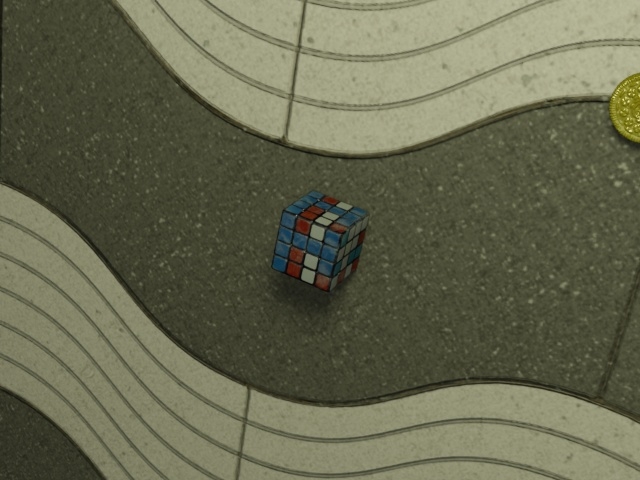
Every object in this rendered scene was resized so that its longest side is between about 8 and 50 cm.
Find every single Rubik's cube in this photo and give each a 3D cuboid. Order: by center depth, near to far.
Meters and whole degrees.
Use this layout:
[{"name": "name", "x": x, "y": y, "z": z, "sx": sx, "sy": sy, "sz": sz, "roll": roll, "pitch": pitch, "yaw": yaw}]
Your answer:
[{"name": "Rubik's cube", "x": 0.000, "y": 0.000, "z": 1.381, "sx": 0.092, "sy": 0.092, "sz": 0.092, "roll": 22, "pitch": 118, "yaw": 19}]

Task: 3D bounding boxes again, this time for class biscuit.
[{"name": "biscuit", "x": 0.372, "y": -0.151, "z": 1.170, "sx": 0.084, "sy": 0.023, "sz": 0.084, "roll": 10, "pitch": 113, "yaw": 24}]
